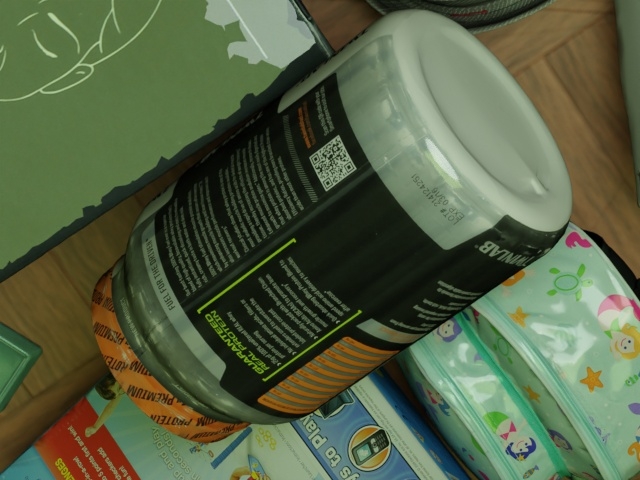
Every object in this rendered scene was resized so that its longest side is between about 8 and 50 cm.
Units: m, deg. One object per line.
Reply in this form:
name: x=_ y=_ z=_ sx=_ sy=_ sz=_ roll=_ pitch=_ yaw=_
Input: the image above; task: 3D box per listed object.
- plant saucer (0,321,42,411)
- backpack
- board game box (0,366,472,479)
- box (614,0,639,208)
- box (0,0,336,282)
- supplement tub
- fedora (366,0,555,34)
plant saucer: x=-0.323 y=0.066 z=1.556 sx=0.192 sy=0.018 sz=0.067 roll=33 pitch=99 yaw=-10
backpack: x=0.166 y=0.086 z=1.443 sx=0.191 sy=0.253 sz=0.225 roll=-36 pitch=102 yaw=-11
board game box: x=-0.061 y=0.208 z=1.472 sx=0.302 sy=0.086 sz=0.308 roll=-43 pitch=58 yaw=7
box: x=0.407 y=-0.151 z=1.414 sx=0.345 sy=0.168 sz=0.215 roll=-5 pitch=83 yaw=-9
box: x=-0.235 y=-0.154 z=1.405 sx=0.395 sy=0.212 sz=0.293 roll=-33 pitch=101 yaw=3
supplement tub: x=0.000 y=0.000 z=1.334 sx=0.316 sy=0.193 sz=0.193 roll=-36 pitch=102 yaw=27
fedora: x=0.100 y=-0.281 z=1.394 sx=0.275 sy=0.124 sz=0.244 roll=-41 pitch=74 yaw=24
